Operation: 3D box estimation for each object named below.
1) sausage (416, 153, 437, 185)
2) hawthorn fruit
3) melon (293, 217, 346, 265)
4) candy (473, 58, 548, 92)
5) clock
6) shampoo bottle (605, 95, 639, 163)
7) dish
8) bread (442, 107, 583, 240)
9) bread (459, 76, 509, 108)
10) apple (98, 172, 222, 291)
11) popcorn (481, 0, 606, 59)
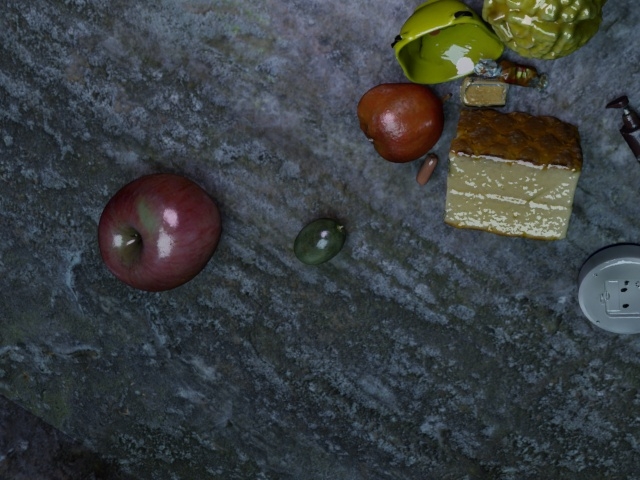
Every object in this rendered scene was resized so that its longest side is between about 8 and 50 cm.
[{"bbox_3d":[0.264,-0.175,1.904,0.034,0.034,0.083,26,125,1],"label":"sausage"},{"bbox_3d":[0.207,-0.286,1.784,0.225,0.196,0.196,-26,112,4],"label":"hawthorn fruit"},{"bbox_3d":[0.000,0.000,2.050,0.167,0.114,0.114,-35,106,34],"label":"melon"},{"bbox_3d":[0.429,-0.367,1.698,0.182,0.046,0.053,9,113,-16],"label":"candy"},{"bbox_3d":[0.757,0.122,1.902,0.230,0.083,0.230,9,122,15],"label":"clock"},{"bbox_3d":[0.720,-0.218,1.712,0.068,0.067,0.236,-30,108,20],"label":"shampoo bottle"},{"bbox_3d":[0.264,-0.444,1.648,0.221,0.262,0.108,-18,72,25],"label":"dish"},{"bbox_3d":[0.429,-0.153,1.724,0.279,0.279,0.207,7,121,10],"label":"bread"},{"bbox_3d":[0.371,-0.337,1.750,0.106,0.053,0.072,3,119,-1],"label":"bread"},{"bbox_3d":[-0.428,-0.026,2.098,0.345,0.269,0.344,9,109,29],"label":"apple"},{"bbox_3d":[0.452,-0.494,1.518,0.224,0.257,0.270,16,172,43],"label":"popcorn"}]
